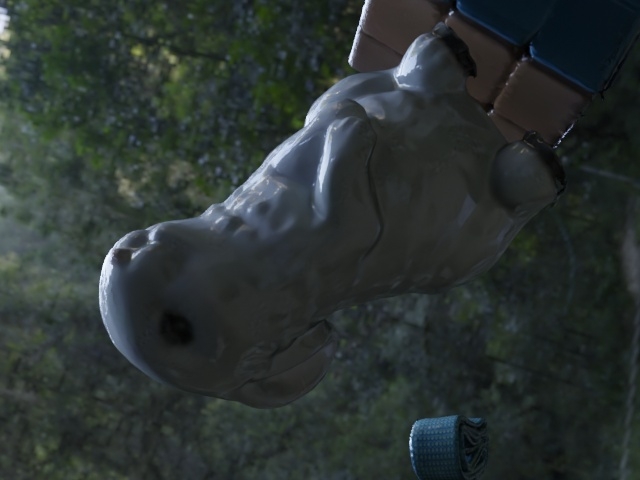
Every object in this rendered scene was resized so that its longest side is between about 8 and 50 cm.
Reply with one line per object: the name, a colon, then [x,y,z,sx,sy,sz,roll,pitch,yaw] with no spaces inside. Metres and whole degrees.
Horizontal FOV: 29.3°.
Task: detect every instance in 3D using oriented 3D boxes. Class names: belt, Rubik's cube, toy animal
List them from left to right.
toy animal: [0.000,0.000,0.965,0.357,0.194,0.258,-34,-25,-12]
belt: [0.121,0.205,1.103,0.179,0.065,0.100,15,-108,-71]
Rubik's cube: [0.185,-0.236,1.144,0.231,0.224,0.221,-58,-3,-16]
